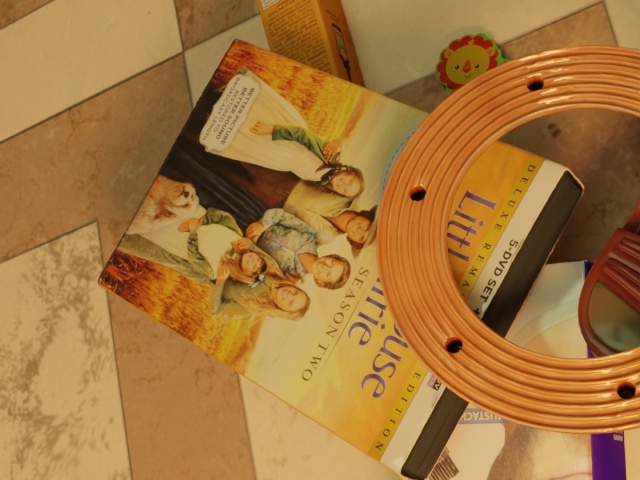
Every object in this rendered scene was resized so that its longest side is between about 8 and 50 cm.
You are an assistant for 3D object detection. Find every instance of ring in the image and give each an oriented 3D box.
[{"bbox_3d":[0.212,-0.006,0.947,0.337,0.032,0.336,-6,67,16],"label":"ring"}]

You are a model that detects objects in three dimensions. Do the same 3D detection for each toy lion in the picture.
[{"bbox_3d":[0.164,-0.169,1.203,0.100,0.034,0.096,10,76,32],"label":"toy lion"}]

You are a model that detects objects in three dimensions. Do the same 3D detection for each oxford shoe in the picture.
[{"bbox_3d":[0.337,-0.026,1.013,0.123,0.130,0.348,35,79,26],"label":"oxford shoe"}]

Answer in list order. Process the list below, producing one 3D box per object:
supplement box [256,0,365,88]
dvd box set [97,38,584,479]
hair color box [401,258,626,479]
[{"bbox_3d":[-0.013,-0.225,1.292,0.080,0.078,0.233,-27,66,23],"label":"supplement box"},{"bbox_3d":[0.000,0.000,1.122,0.420,0.062,0.307,28,87,36],"label":"dvd box set"},{"bbox_3d":[0.176,0.197,1.062,0.185,0.110,0.338,-7,76,29],"label":"hair color box"}]
